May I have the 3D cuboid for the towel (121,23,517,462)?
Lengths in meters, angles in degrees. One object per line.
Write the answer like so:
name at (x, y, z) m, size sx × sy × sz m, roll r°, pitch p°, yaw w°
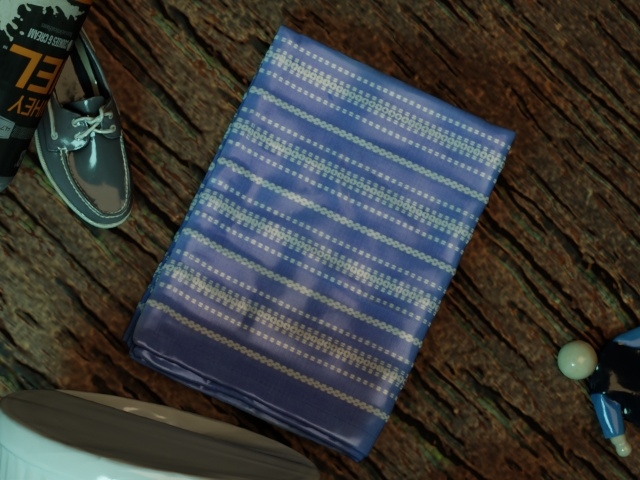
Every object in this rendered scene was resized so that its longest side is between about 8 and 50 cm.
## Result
towel at (0.000, 0.000, 1.687) m, size 0.243 × 0.040 × 0.336 m, roll 25°, pitch 79°, yaw 1°

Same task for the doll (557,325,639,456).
doll at (0.308, 0.146, 1.803) m, size 0.189 × 0.046 × 0.129 m, roll 27°, pitch 78°, yaw -15°

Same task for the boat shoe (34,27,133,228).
boat shoe at (-0.211, -0.109, 1.643) m, size 0.075 × 0.065 × 0.206 m, roll -19°, pitch 93°, yaw -18°

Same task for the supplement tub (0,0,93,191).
supplement tub at (-0.300, -0.166, 1.530) m, size 0.193 × 0.193 × 0.316 m, roll 23°, pitch 98°, yaw -15°

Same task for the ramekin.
ramekin at (-0.143, 0.217, 1.549) m, size 0.273 × 0.273 × 0.127 m, roll 12°, pitch 95°, yaw -17°
